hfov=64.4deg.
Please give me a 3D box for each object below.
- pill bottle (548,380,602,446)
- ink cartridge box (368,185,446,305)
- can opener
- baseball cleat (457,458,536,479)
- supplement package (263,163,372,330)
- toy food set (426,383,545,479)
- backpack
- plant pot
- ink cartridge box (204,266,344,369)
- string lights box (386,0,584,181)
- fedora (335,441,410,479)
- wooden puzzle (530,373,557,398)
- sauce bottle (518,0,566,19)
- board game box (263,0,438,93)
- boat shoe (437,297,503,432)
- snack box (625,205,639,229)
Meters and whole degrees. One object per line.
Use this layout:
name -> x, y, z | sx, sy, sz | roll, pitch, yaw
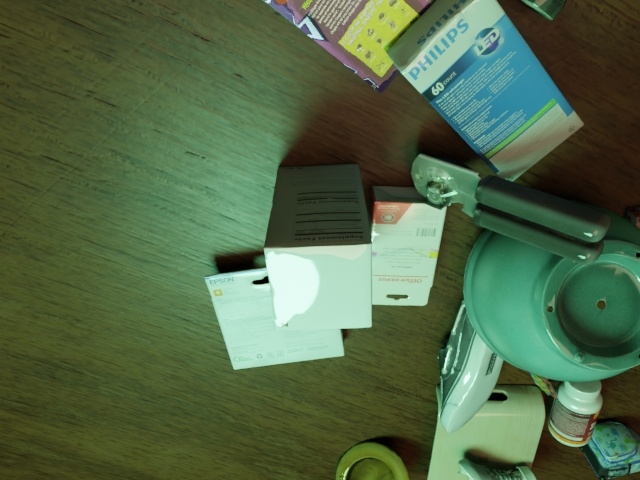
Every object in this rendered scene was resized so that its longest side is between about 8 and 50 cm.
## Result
pill bottle -> 0.525, 0.342, 1.043 | 0.085, 0.086, 0.152 | -3, 122, 2
ink cartridge box -> 0.134, 0.012, 0.851 | 0.115, 0.067, 0.198 | 3, 120, -2
can opener -> 0.254, -0.063, 0.703 | 0.283, 0.095, 0.076 | 26, 141, 35
baseball cleat -> 0.377, 0.495, 1.060 | 0.206, 0.072, 0.109 | 43, 91, -19
supplement package -> 0.000, 0.000, 0.738 | 0.133, 0.244, 0.139 | -3, 122, 1
toy food set -> 0.343, 0.447, 1.117 | 0.219, 0.092, 0.307 | 2, 113, -1
backpack -> 0.640, 0.450, 1.100 | 0.114, 0.105, 0.084 | -9, 122, -1
plant pot -> 0.381, 0.081, 0.750 | 0.292, 0.196, 0.294 | 0, 92, 3
ink cartridge box -> -0.077, 0.130, 0.933 | 0.223, 0.045, 0.224 | -7, 120, 4
string lights box -> 0.226, -0.204, 0.686 | 0.133, 0.077, 0.259 | -41, 124, 21
fedora -> 0.128, 0.550, 1.151 | 0.194, 0.194, 0.079 | -41, 150, 22
wooden puzzle -> 0.455, 0.293, 1.036 | 0.006, 0.049, 0.083 | -40, 116, -10
sauce bottle -> 0.346, -0.424, 0.564 | 0.111, 0.111, 0.345 | 26, 120, -15
board game box -> 0.106, -0.384, 0.622 | 0.208, 0.056, 0.347 | 31, 116, -22
boat shoe -> 0.273, 0.228, 0.965 | 0.108, 0.102, 0.302 | -12, 124, -33
snack box -> 0.573, 0.006, 0.867 | 0.100, 0.037, 0.141 | -10, 121, 4
